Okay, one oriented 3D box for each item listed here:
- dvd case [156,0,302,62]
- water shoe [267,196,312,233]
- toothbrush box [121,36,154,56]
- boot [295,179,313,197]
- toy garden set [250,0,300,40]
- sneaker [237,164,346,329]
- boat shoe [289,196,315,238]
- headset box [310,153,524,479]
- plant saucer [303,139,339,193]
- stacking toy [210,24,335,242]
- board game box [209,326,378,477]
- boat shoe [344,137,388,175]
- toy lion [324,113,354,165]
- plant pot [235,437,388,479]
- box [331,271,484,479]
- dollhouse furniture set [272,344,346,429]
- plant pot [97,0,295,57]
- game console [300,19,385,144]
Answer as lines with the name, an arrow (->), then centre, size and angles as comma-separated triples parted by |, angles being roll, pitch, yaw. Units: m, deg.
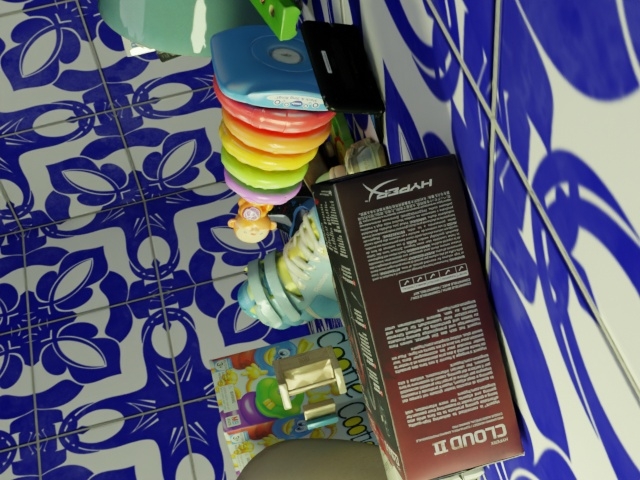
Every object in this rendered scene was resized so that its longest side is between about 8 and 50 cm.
dvd case -> -0.163, -0.395, 1.655 | 0.029, 0.239, 0.179 | 64, -173, -56
water shoe -> -0.032, -0.041, 1.962 | 0.203, 0.073, 0.080 | 22, 165, 43
toothbrush box -> -0.219, -0.457, 1.784 | 0.126, 0.296, 0.216 | -123, 19, -75
boot -> -0.043, -0.150, 2.073 | 0.208, 0.076, 0.189 | -99, 1, -56
toy garden set -> -0.051, -0.378, 1.114 | 0.204, 0.049, 0.244 | 57, 150, 36
sneaker -> -0.025, 0.029, 1.429 | 0.319, 0.208, 0.127 | 78, 178, -54
boat shoe -> 0.000, 0.000, 1.678 | 0.089, 0.109, 0.258 | 58, -178, 11
headset box -> 0.084, 0.076, 0.948 | 0.218, 0.110, 0.293 | -157, 54, -84
plant saucer -> 0.000, -0.114, 1.523 | 0.198, 0.036, 0.198 | 58, -169, -18
stacking toy -> -0.073, -0.112, 1.346 | 0.165, 0.175, 0.301 | -107, 25, -48
board game box -> -0.013, 0.243, 1.568 | 0.144, 0.275, 0.142 | 81, 173, -45
boat shoe -> 0.047, -0.092, 1.250 | 0.153, 0.048, 0.056 | -132, 29, -80
toy lion -> 0.031, -0.135, 1.436 | 0.096, 0.034, 0.100 | -123, 18, -54
plant pot -> 0.053, 0.364, 1.325 | 0.274, 0.256, 0.256 | -29, 73, 51
box -> 0.092, 0.143, 1.148 | 0.113, 0.094, 0.275 | 93, 163, -70
dollhouse furniture set -> 0.039, 0.198, 1.382 | 0.129, 0.184, 0.129 | -117, 14, -70
plant pot -> -0.170, -0.435, 1.456 | 0.293, 0.293, 0.235 | -110, 21, -48
game console -> 0.025, -0.176, 1.154 | 0.071, 0.107, 0.122 | -49, 50, 49
